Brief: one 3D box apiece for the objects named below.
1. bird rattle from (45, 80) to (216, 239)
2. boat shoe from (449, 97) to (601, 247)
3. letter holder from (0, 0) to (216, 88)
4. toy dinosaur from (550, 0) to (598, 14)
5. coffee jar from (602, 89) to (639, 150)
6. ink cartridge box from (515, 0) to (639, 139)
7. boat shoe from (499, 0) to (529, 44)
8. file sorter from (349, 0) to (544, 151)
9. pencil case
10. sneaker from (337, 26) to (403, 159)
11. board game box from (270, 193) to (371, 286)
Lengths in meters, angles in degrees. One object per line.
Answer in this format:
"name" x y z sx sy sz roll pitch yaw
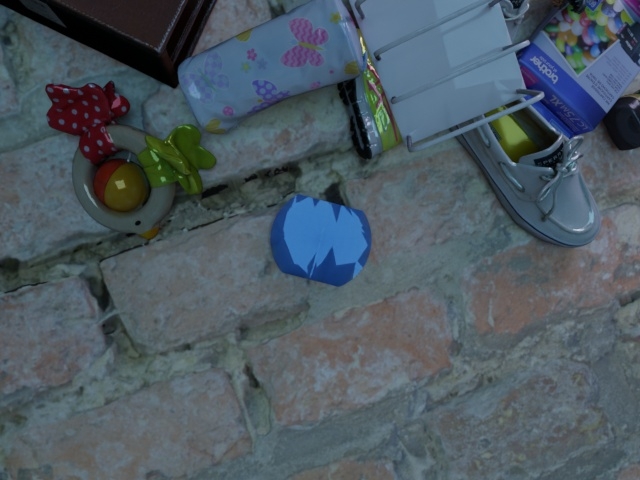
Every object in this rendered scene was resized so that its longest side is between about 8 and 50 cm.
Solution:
"bird rattle" -0.300 -0.113 0.719 0.253 0.143 0.207 22 106 -5
"boat shoe" 0.363 -0.132 0.788 0.135 0.156 0.367 -40 97 -4
"letter holder" -0.314 -0.402 0.688 0.301 0.152 0.215 25 87 -8
"toy dinosaur" 0.500 -0.490 0.749 0.218 0.164 0.322 36 108 11
"coffee jar" 0.602 -0.240 0.856 0.184 0.079 0.096 -31 96 -5
"ink cartridge box" 0.463 -0.326 0.844 0.185 0.065 0.311 39 89 -7
"boat shoe" 0.289 -0.385 0.758 0.096 0.088 0.268 -10 119 -18
"file sorter" 0.154 -0.284 0.639 0.192 0.173 0.278 -21 103 16
"pencil case" -0.072 -0.254 0.707 0.272 0.114 0.124 -19 113 15
"sneaker" 0.087 -0.245 0.792 0.094 0.081 0.209 -16 100 -15
"board game box" 0.000 0.000 0.808 0.168 0.033 0.133 14 96 -3
